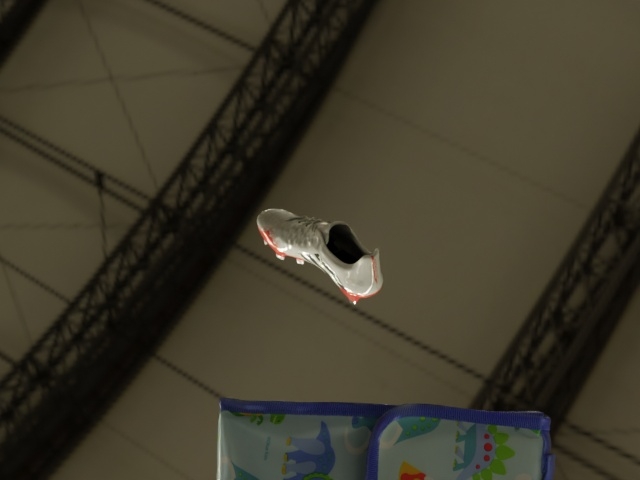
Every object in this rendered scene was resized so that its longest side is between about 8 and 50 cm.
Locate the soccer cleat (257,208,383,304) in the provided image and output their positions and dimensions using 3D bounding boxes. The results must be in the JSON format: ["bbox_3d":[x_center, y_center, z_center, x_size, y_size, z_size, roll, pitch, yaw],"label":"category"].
[{"bbox_3d":[0.000,0.000,0.720,0.029,0.036,0.083,-31,-129,-33],"label":"soccer cleat"}]

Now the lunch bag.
[{"bbox_3d":[0.029,0.138,0.640,0.151,0.096,0.129,1,-98,17],"label":"lunch bag"}]
